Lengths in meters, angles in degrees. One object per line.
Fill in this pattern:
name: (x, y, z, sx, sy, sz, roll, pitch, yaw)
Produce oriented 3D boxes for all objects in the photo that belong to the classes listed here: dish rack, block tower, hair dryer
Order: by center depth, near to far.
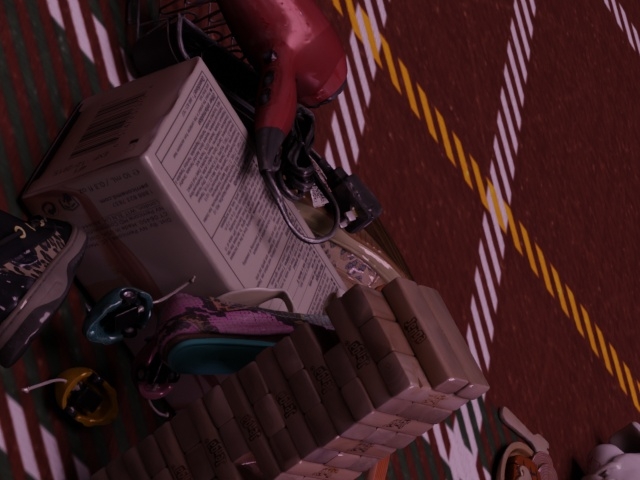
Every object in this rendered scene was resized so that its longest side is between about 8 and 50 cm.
block tower: (-0.045, 0.155, 1.394, 0.091, 0.335, 0.097, 21, 37, -55)
hair dryer: (-0.024, -0.140, 1.620, 0.293, 0.080, 0.223, 64, 12, 6)
dish rack: (-0.091, -0.231, 1.751, 0.208, 0.074, 0.272, 35, 47, -49)

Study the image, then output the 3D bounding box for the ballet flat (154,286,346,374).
ballet flat: (-0.017, 0.072, 1.459, 0.221, 0.077, 0.079, 8, 50, -11)

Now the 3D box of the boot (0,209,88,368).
boot: (-0.258, -0.011, 1.331, 0.178, 0.085, 0.236, 37, 9, -12)

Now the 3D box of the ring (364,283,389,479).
ring: (0.033, 0.204, 1.626, 0.336, 0.032, 0.337, 11, 90, -77)

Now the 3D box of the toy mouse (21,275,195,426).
toy mouse: (-0.148, 0.079, 1.476, 0.143, 0.031, 0.161, -55, 139, -3)

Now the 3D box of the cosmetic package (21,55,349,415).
cosmetic package: (-0.096, 0.020, 1.565, 0.296, 0.129, 0.153, 58, 32, -25)

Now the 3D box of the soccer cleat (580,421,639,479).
soccer cleat: (0.337, 0.322, 2.197, 0.143, 0.116, 0.331, 54, 29, -2)

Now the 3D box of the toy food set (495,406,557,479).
toy food set: (0.236, 0.282, 2.092, 0.132, 0.038, 0.192, 42, 42, -43)

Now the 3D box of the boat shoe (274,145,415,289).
boat shoe: (0.000, 0.000, 1.799, 0.285, 0.089, 0.104, 38, 19, -50)
